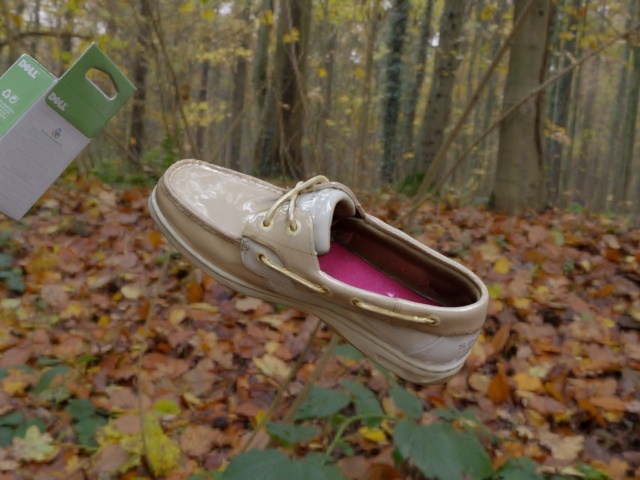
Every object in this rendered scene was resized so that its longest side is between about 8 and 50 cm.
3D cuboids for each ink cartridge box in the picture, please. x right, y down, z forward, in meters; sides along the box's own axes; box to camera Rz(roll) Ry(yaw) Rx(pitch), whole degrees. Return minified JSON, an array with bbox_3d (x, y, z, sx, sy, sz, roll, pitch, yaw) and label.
[{"bbox_3d":[-0.314,-0.130,0.828,0.062,0.209,0.109,39,-6,22],"label":"ink cartridge box"}]

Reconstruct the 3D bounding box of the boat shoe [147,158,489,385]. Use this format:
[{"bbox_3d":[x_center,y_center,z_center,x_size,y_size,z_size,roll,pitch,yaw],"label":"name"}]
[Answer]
[{"bbox_3d":[0.000,0.000,0.344,0.170,0.059,0.063,27,45,6],"label":"boat shoe"}]
